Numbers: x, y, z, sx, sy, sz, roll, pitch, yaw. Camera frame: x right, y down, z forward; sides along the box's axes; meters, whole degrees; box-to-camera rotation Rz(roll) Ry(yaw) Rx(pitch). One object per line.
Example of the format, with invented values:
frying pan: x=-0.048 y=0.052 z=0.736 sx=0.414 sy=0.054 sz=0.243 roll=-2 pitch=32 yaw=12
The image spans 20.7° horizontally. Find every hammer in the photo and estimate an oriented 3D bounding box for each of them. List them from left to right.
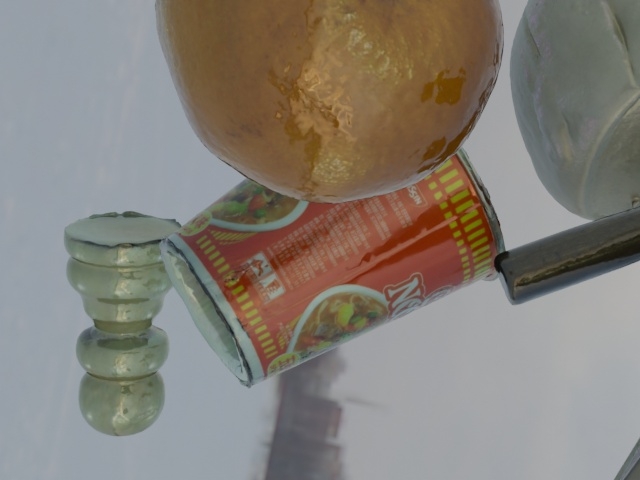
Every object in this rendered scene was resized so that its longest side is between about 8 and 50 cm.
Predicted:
hammer: x=0.338 y=-0.038 z=1.246 sx=0.168 sy=0.440 sz=0.044 roll=66 pitch=5 yaw=-60

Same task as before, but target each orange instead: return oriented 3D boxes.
orange: x=0.001 y=-0.093 z=0.775 sx=0.136 sy=0.159 sz=0.159 roll=-23 pitch=-129 yaw=59

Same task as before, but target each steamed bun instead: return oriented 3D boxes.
steamed bun: x=0.322 y=-0.165 z=1.902 sx=0.383 sy=0.236 sz=0.247 roll=91 pitch=-22 yaw=-56

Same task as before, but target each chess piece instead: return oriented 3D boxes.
chess piece: x=-0.219 y=0.101 z=1.945 sx=0.133 sy=0.133 sz=0.243 roll=-80 pitch=172 yaw=-74

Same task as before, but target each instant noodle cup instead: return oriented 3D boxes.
instant noodle cup: x=0.000 y=0.000 z=1.312 sx=0.193 sy=0.212 sz=0.193 roll=55 pitch=-13 yaw=19

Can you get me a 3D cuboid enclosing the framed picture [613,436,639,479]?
framed picture: x=0.245 y=0.078 z=1.102 sx=0.265 sy=0.018 sz=0.192 roll=-44 pitch=165 yaw=-52
